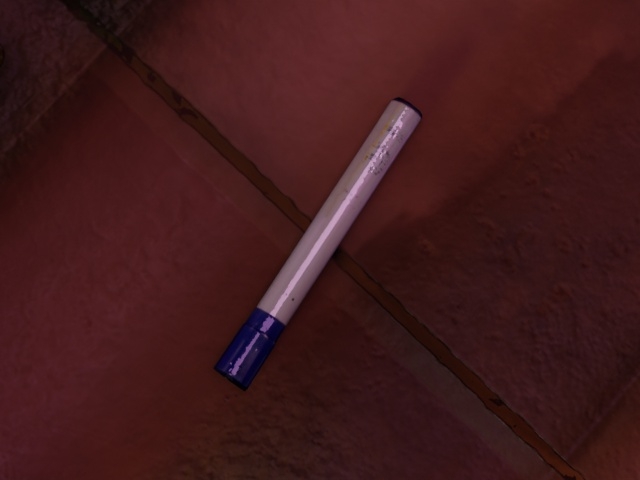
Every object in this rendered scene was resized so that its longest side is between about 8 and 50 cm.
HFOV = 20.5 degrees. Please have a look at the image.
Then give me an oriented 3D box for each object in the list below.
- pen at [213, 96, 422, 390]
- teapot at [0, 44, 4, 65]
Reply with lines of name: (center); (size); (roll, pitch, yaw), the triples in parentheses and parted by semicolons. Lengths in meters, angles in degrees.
pen: (0.000, 0.000, 1.414); (0.033, 0.033, 0.269); (33, 81, -2)
teapot: (-0.344, -0.077, 1.332); (0.252, 0.135, 0.178); (-36, 93, -9)
